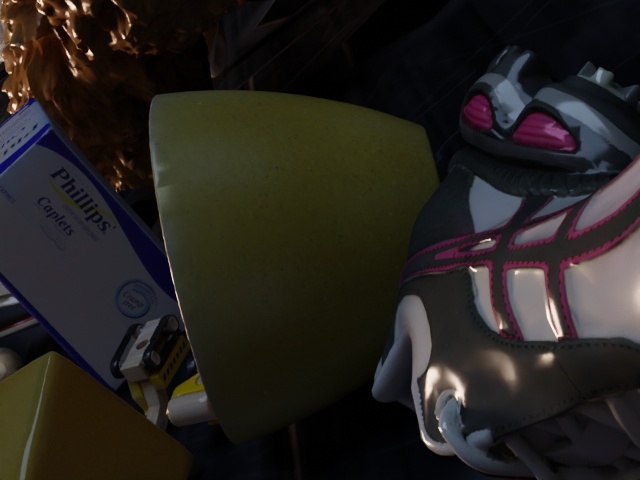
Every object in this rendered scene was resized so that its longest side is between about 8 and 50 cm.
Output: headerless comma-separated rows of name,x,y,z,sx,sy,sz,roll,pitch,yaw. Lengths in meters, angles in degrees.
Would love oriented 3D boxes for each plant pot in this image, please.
plant pot,-0.109,0.110,0.557,0.081,0.081,0.083,-32,32,27
plant pot,0.000,0.000,0.537,0.095,0.134,0.134,-14,22,3

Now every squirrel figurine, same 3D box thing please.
squirrel figurine,-0.095,-0.223,0.986,0.397,0.281,0.370,-47,13,-24

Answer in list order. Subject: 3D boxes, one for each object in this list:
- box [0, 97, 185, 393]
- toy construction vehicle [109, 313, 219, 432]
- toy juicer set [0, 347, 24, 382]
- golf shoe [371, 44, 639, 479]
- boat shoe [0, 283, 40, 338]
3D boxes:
box,-0.135,-0.001,0.773,0.072,0.126,0.137,-42,18,-4
toy construction vehicle,-0.051,0.056,0.639,0.086,0.035,0.098,-18,31,28
toy juicer set,-0.273,0.147,0.820,0.329,0.089,0.209,-23,2,15
golf shoe,0.091,0.025,0.357,0.120,0.105,0.273,-58,14,0
boat shoe,-0.190,0.037,0.878,0.137,0.043,0.049,-22,-3,0
